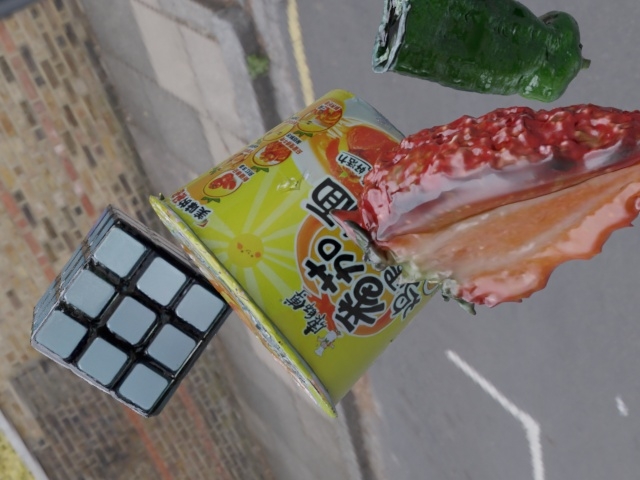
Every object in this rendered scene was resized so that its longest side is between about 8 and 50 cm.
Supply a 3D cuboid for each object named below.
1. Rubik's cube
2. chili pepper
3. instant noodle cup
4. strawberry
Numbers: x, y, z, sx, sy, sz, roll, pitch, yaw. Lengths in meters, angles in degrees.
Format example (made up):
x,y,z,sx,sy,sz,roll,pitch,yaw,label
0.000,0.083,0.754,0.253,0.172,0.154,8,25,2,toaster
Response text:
x,y,z,sx,sy,sz,roll,pitch,yaw,label
-0.210,0.074,1.033,0.163,0.161,0.162,36,177,-15,Rubik's cube
0.186,-0.218,1.008,0.099,0.270,0.136,-28,57,54,chili pepper
0.000,0.000,0.854,0.264,0.200,0.264,49,172,9,instant noodle cup
0.121,-0.045,0.638,0.228,0.174,0.098,-42,38,47,strawberry
